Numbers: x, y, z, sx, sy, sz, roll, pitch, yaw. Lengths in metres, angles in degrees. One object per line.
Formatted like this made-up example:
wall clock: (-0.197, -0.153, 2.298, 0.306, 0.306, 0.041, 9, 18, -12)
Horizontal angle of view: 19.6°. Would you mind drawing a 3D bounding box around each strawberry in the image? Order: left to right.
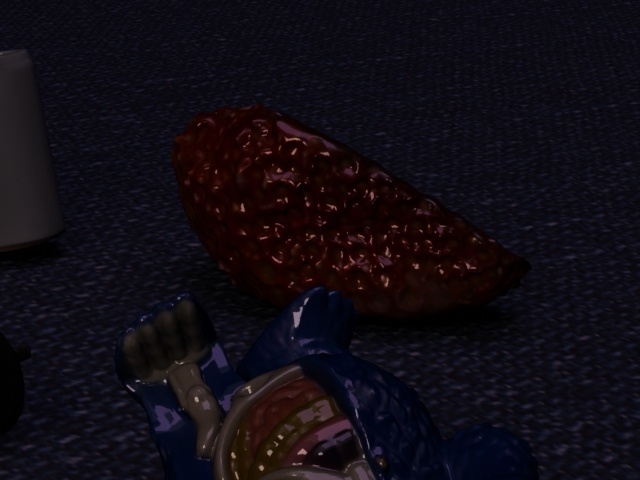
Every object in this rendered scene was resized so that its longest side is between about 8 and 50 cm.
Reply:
strawberry: (-0.004, -0.003, 1.168, 0.175, 0.107, 0.236, 36, -7, -41)

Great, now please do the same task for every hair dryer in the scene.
hair dryer: (-0.268, -0.063, 1.301, 0.073, 0.131, 0.236, -16, 12, -37)

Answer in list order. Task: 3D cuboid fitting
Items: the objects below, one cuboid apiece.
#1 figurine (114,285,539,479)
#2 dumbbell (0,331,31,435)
figurine: (0.011, 0.124, 0.757, 0.164, 0.120, 0.262, -3, 34, -16)
dumbbell: (-0.193, 0.077, 0.927, 0.069, 0.069, 0.147, 12, 19, 28)
